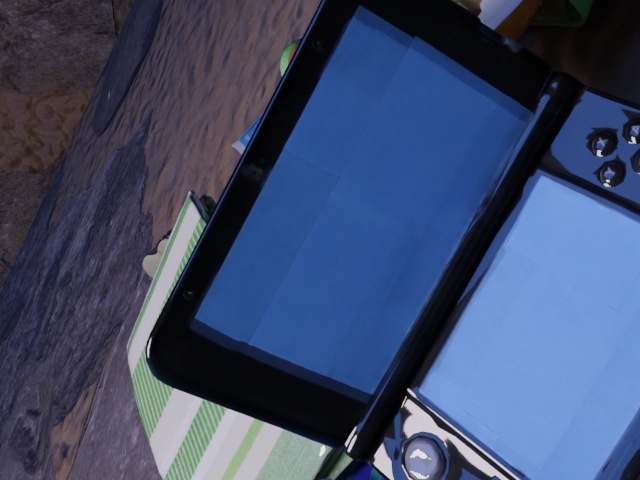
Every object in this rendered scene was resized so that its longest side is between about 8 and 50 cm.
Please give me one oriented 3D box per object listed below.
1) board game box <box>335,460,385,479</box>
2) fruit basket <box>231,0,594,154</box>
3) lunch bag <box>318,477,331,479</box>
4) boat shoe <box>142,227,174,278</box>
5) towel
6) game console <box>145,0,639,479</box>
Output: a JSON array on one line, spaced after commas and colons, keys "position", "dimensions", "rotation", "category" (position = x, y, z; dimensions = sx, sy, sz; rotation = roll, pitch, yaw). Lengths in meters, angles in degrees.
[{"position": [0.021, 0.230, 0.604], "dimensions": [0.160, 0.047, 0.210], "rotation": [33, 100, 60], "category": "board game box"}, {"position": [0.062, -0.192, 0.625], "dimensions": [0.353, 0.165, 0.327], "rotation": [-43, 23, 0], "category": "fruit basket"}, {"position": [0.007, 0.222, 0.530], "dimensions": [0.071, 0.053, 0.083], "rotation": [36, 112, 59], "category": "lunch bag"}, {"position": [-0.247, 0.023, 1.214], "dimensions": [0.133, 0.049, 0.042], "rotation": [-42, 9, 50], "category": "boat shoe"}, {"position": [-0.096, 0.139, 0.697], "dimensions": [0.325, 0.038, 0.248], "rotation": [54, 126, 41], "category": "towel"}, {"position": [0.080, 0.026, 0.436], "dimensions": [0.250, 0.173, 0.293], "rotation": [35, 101, 39], "category": "game console"}]
